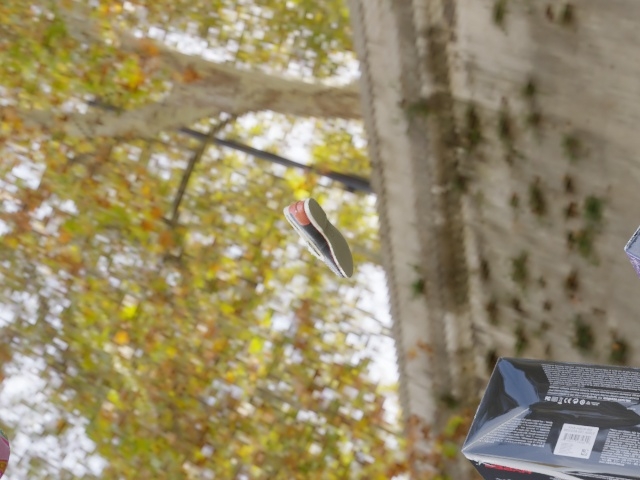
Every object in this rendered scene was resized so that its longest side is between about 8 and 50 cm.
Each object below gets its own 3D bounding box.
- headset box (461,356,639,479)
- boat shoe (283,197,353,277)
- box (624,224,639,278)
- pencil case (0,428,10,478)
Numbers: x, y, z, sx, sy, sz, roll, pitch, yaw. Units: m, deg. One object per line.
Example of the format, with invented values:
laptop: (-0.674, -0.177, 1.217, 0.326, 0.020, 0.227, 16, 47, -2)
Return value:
headset box: (0.296, 0.238, 1.288, 0.293, 0.218, 0.110, 52, -127, -38)
boat shoe: (0.000, 0.000, 1.908, 0.137, 0.043, 0.049, 55, -149, -29)
box: (0.526, 0.048, 1.822, 0.108, 0.207, 0.153, -51, -41, -8)
pencil case: (-0.467, 0.189, 1.570, 0.124, 0.124, 0.284, -53, -42, -20)
